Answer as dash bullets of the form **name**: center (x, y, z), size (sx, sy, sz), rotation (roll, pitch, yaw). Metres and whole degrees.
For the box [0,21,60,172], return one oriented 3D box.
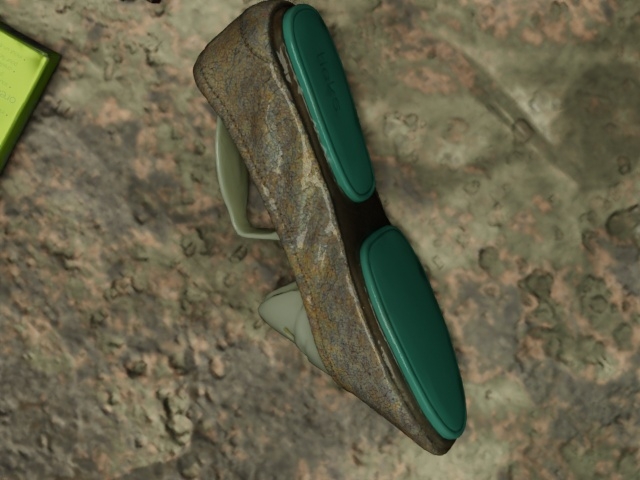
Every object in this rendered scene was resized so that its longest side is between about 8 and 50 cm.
- **box**: center (-0.265, -0.073, 1.145), size (0.109, 0.042, 0.178), rotation (30, 98, 2)

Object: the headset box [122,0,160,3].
- **headset box**: center (-0.123, -0.201, 1.125), size (0.062, 0.032, 0.083), rotation (27, 98, 2)

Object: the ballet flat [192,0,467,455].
- **ballet flat**: center (0.000, 0.000, 1.114), size (0.106, 0.107, 0.316), rotation (-20, 89, 27)
